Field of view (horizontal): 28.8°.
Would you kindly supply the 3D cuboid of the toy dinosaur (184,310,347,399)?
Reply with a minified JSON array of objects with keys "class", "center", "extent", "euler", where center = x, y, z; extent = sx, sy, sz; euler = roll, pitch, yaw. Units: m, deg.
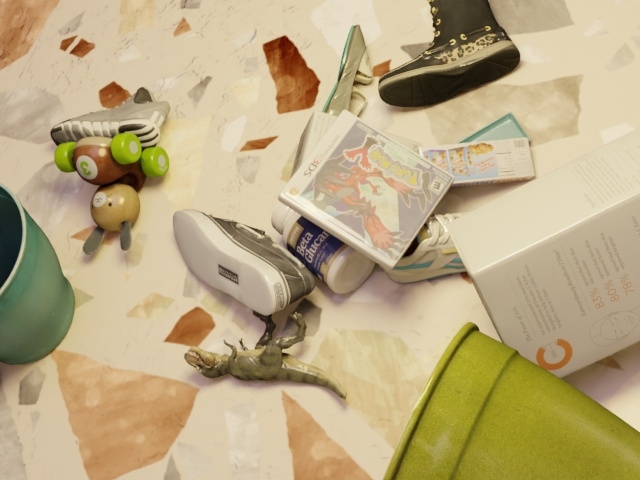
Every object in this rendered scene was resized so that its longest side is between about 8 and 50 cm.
[{"class":"toy dinosaur","center":[-0.072,0.168,1.913],"extent":[0.268,0.064,0.118],"euler":[6,76,21]}]

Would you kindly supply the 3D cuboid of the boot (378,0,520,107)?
[{"class":"boot","center":[0.193,-0.326,2.063],"extent":[0.236,0.085,0.178],"euler":[-18,57,3]}]

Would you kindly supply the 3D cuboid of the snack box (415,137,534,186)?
[{"class":"snack box","center":[0.239,-0.119,1.919],"extent":[0.178,0.022,0.064],"euler":[-6,78,-12]}]

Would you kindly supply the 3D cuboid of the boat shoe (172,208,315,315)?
[{"class":"boat shoe","center":[-0.124,0.021,1.989],"extent":[0.102,0.108,0.301],"euler":[-20,32,-33]}]

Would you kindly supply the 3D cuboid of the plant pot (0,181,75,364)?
[{"class":"plant pot","center":[-0.535,0.072,2.014],"extent":[0.272,0.255,0.271],"euler":[-8,62,15]}]

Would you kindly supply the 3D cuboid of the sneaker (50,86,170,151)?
[{"class":"sneaker","center":[-0.362,-0.213,2.218],"extent":[0.229,0.086,0.132],"euler":[1,45,27]}]

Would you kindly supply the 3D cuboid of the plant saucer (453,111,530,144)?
[{"class":"plant saucer","center":[0.236,-0.132,1.983],"extent":[0.192,0.018,0.067],"euler":[-31,57,3]}]

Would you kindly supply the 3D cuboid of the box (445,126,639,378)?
[{"class":"box","center":[0.381,0.018,1.706],"extent":[0.345,0.215,0.168],"euler":[-26,26,5]}]

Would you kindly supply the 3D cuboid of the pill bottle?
[{"class":"pill bottle","center":[0.000,0.000,1.952],"extent":[0.094,0.094,0.169],"euler":[-45,56,-7]}]

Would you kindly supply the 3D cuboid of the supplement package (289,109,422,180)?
[{"class":"supplement package","center":[0.053,-0.113,1.944],"extent":[0.179,0.105,0.105],"euler":[16,65,-9]}]

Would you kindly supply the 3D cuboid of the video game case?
[{"class":"video game case","center":[0.069,-0.077,1.848],"extent":[0.201,0.023,0.183],"euler":[32,66,8]}]

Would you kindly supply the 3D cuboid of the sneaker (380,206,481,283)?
[{"class":"sneaker","center":[0.190,-0.001,1.874],"extent":[0.229,0.092,0.087],"euler":[-21,58,17]}]

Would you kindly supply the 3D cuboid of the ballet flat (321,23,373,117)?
[{"class":"ballet flat","center":[0.052,-0.263,2.101],"extent":[0.068,0.072,0.213],"euler":[19,70,-2]}]

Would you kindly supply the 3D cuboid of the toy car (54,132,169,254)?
[{"class":"toy car","center":[-0.358,-0.071,2.104],"extent":[0.155,0.149,0.188],"euler":[-6,73,31]}]

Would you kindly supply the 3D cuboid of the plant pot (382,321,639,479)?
[{"class":"plant pot","center":[0.280,0.338,1.554],"extent":[0.353,0.366,0.366],"euler":[22,72,15]}]
